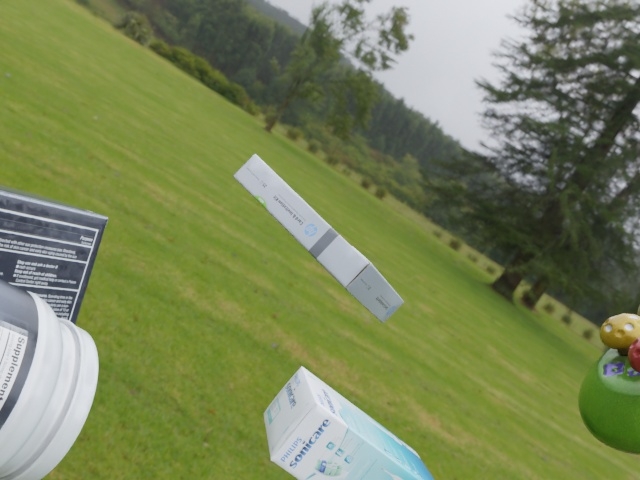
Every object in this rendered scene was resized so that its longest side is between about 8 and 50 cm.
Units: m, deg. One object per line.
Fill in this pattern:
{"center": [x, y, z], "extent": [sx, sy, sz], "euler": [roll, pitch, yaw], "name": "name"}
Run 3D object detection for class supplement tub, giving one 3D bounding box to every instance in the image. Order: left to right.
{"center": [-0.363, 0.107, 0.622], "extent": [0.272, 0.191, 0.191], "euler": [38, 3, -42], "name": "supplement tub"}

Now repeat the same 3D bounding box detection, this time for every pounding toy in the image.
{"center": [0.391, 0.125, 0.802], "extent": [0.183, 0.236, 0.110], "euler": [3, -54, 58], "name": "pounding toy"}

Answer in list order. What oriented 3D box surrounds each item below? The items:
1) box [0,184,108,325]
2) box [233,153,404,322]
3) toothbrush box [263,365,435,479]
{"center": [-0.504, 0.060, 0.992], "extent": [0.182, 0.294, 0.296], "euler": [18, -1, 28], "name": "box"}
{"center": [0.000, 0.000, 0.750], "extent": [0.186, 0.038, 0.145], "euler": [45, 0, 27], "name": "box"}
{"center": [0.053, 0.381, 1.234], "extent": [0.295, 0.126, 0.216], "euler": [39, 0, -11], "name": "toothbrush box"}
